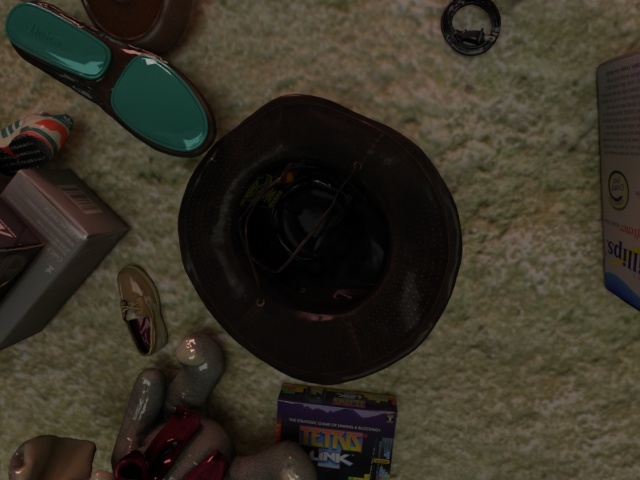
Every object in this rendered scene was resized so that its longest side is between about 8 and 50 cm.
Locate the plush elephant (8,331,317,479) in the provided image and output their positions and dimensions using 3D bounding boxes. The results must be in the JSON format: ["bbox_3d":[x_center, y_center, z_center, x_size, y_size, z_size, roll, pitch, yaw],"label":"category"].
[{"bbox_3d":[-0.228,0.319,0.571,0.330,0.255,0.271,-41,79,20],"label":"plush elephant"}]

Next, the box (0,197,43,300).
[{"bbox_3d":[-0.580,-0.019,0.548,0.318,0.097,0.395,-45,86,10],"label":"box"}]

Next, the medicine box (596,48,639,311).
[{"bbox_3d":[0.467,-0.073,0.470,0.264,0.149,0.289,-8,101,8],"label":"medicine box"}]

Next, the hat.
[{"bbox_3d":[0.000,0.000,0.548,0.332,0.134,0.331,-1,87,18],"label":"hat"}]

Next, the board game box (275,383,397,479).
[{"bbox_3d":[0.020,0.292,0.657,0.170,0.048,0.141,4,105,5],"label":"board game box"}]

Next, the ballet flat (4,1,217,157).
[{"bbox_3d":[-0.237,-0.193,0.548,0.280,0.096,0.095,35,91,1],"label":"ballet flat"}]

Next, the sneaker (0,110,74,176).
[{"bbox_3d":[-0.393,-0.135,0.605,0.161,0.075,0.057,-3,136,32],"label":"sneaker"}]

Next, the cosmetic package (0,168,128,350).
[{"bbox_3d":[-0.398,0.027,0.614,0.127,0.107,0.238,43,101,-1],"label":"cosmetic package"}]

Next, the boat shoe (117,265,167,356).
[{"bbox_3d":[-0.260,0.103,0.646,0.050,0.045,0.135,-16,101,10],"label":"boat shoe"}]

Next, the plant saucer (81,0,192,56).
[{"bbox_3d":[-0.229,-0.305,0.531,0.169,0.029,0.168,9,116,19],"label":"plant saucer"}]

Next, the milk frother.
[{"bbox_3d":[0.170,-0.279,0.462,0.129,0.135,0.143,6,103,37],"label":"milk frother"}]
